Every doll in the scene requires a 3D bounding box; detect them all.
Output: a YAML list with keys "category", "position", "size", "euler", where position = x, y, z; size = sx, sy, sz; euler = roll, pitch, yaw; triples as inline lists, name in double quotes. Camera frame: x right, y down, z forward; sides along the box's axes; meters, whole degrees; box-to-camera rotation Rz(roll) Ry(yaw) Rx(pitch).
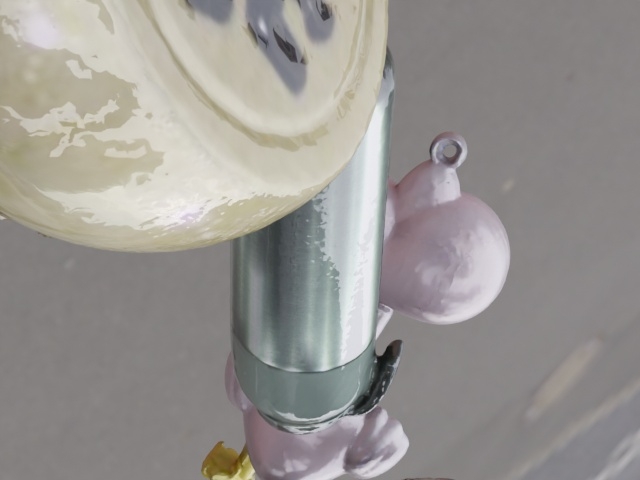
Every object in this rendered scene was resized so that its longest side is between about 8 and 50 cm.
- category: "doll"
  position: [0.026, 0.074, 1.389]
  size: [0.365, 0.160, 0.094]
  euler: [-62, 174, 22]

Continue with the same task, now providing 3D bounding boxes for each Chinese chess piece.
- category: "Chinese chess piece"
  position: [-0.069, -0.123, 0.663]
  size: [0.104, 0.257, 0.257]
  euler: [-9, 177, 27]

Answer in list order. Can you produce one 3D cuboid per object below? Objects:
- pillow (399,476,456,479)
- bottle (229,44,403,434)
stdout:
- category: "pillow"
  position: [-0.003, 0.228, 1.343]
  size: [0.232, 0.038, 0.131]
  euler: [-13, -157, 7]
- category: "bottle"
  position: [0.000, 0.000, 0.910]
  size: [0.254, 0.096, 0.079]
  euler: [94, 9, -45]
